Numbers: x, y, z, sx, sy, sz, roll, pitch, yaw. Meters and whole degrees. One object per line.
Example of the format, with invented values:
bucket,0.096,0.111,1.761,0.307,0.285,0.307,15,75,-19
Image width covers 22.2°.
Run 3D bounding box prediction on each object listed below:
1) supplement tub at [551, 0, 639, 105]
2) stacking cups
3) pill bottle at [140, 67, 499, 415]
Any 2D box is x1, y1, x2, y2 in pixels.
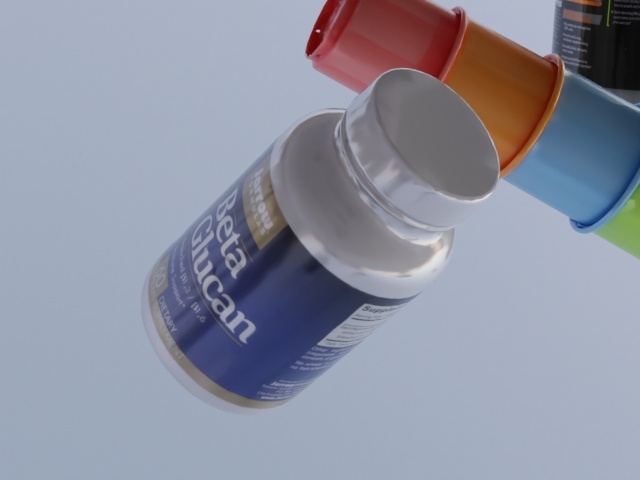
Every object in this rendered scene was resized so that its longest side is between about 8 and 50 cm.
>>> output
supplement tub,0.233,-0.187,1.207,0.117,0.190,0.117,3,-163,-1
stacking cups,0.139,-0.054,0.928,0.316,0.096,0.096,27,-131,-10
pill bottle,0.000,0.000,0.732,0.094,0.169,0.094,26,-138,-26
